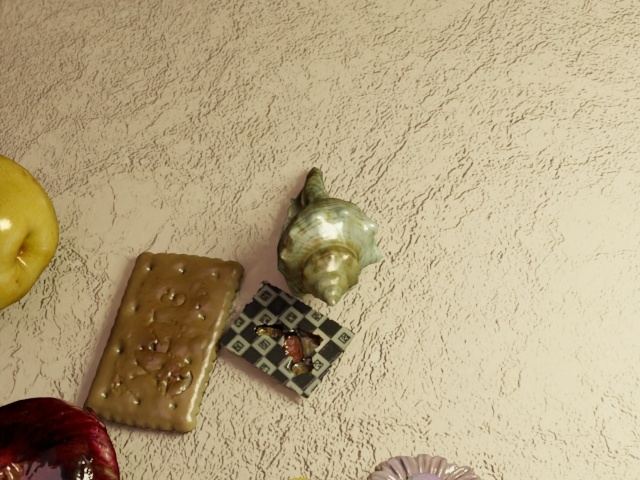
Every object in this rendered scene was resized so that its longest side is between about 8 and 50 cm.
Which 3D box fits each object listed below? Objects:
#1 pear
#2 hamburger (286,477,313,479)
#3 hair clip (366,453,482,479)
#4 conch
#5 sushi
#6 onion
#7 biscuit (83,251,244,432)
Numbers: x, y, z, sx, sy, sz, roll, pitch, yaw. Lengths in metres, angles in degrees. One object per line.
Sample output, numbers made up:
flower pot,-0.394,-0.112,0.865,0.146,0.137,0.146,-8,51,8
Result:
pear,-0.625,-0.020,2.216,0.314,0.314,0.314,-8,58,13
hamburger,-0.038,0.422,1.884,0.141,0.081,0.127,-6,60,0
hair clip,0.115,0.412,1.793,0.173,0.069,0.300,16,47,27
conch,0.010,0.010,2.082,0.203,0.169,0.386,-43,12,18
sushi,-0.056,0.166,2.072,0.201,0.031,0.139,30,72,26
onion,-0.461,0.383,1.947,0.313,0.232,0.314,-9,58,14
biscuit,-0.268,0.166,2.133,0.217,0.044,0.325,7,62,20
